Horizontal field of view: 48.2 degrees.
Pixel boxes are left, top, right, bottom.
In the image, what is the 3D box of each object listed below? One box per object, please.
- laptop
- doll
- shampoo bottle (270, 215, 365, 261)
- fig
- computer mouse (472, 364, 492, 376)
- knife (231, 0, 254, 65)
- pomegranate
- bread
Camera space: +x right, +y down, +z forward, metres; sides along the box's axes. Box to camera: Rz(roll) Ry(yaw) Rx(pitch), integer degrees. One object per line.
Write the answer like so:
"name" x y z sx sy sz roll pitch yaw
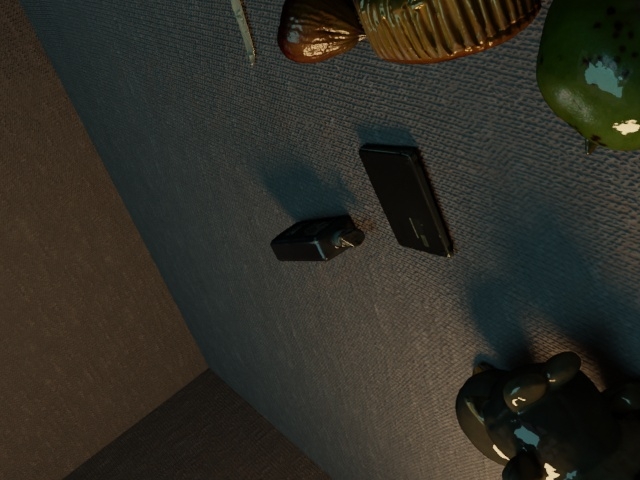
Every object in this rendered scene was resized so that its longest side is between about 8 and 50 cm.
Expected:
"laptop" 0.145 -0.068 1.230 0.154 0.026 0.207 16 137 54
"doll" 0.403 0.333 1.104 0.382 0.252 0.378 52 -178 4
"shampoo bottle" 0.001 0.000 1.504 0.309 0.098 0.071 -2 116 62
"fig" 0.011 -0.324 1.072 0.119 0.152 0.119 180 90 -80
"computer mouse" 0.355 0.312 1.332 0.199 0.045 0.102 39 150 30
"knife" -0.158 -0.445 1.299 0.047 0.017 0.298 35 154 41
"pomegranate" 0.289 -0.163 0.672 0.181 0.181 0.224 49 178 11
"bread" 0.140 -0.261 0.778 0.199 0.199 0.104 19 139 53
